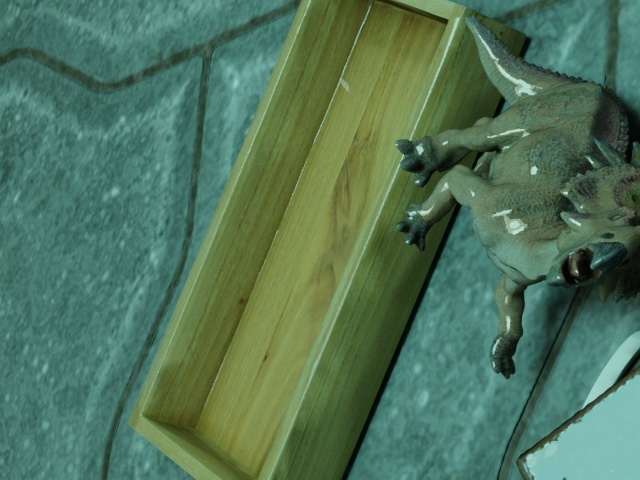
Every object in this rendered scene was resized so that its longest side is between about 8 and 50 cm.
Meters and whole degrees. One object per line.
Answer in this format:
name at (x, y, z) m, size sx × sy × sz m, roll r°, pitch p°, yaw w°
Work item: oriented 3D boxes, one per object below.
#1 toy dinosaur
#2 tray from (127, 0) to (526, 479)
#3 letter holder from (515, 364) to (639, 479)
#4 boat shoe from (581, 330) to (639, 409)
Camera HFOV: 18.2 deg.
toy dinosaur at (0.165, -0.044, 1.333) m, size 0.200 × 0.127 × 0.296 m, roll -29°, pitch 41°, yaw 33°
tray at (0.000, 0.000, 1.553) m, size 0.203 × 0.076 × 0.411 m, roll 29°, pitch 97°, yaw 53°
letter holder at (0.292, 0.123, 0.998) m, size 0.302 × 0.152 × 0.214 m, roll -39°, pitch 47°, yaw 11°
boat shoe at (0.186, 0.217, 1.194) m, size 0.096 × 0.116 × 0.324 m, roll 12°, pitch 81°, yaw 38°
